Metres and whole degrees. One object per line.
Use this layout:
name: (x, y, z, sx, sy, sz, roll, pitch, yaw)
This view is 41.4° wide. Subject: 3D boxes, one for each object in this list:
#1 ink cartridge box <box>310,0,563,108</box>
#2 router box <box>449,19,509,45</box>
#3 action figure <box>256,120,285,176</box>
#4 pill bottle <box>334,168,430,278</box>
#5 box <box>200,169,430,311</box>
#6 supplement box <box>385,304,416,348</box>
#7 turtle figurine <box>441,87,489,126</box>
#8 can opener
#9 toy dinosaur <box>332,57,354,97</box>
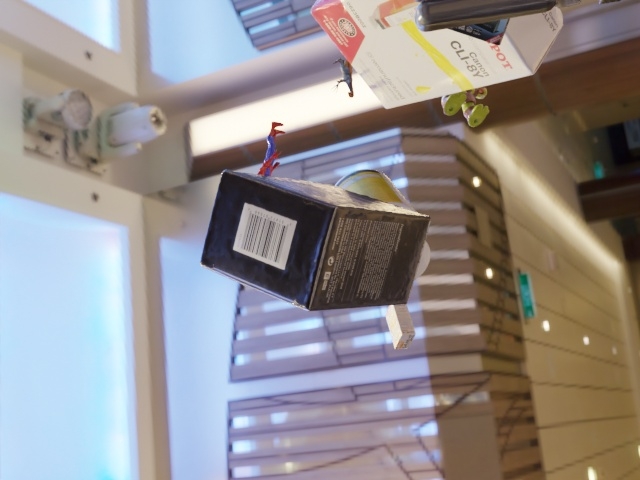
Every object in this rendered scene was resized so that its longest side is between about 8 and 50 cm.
ink cartridge box: (0.215, -0.428, 1.611, 0.279, 0.384, 0.160, 48, -121, -28)
router box: (0.213, -0.339, 1.199, 0.038, 0.122, 0.092, -51, -20, -69)
action figure: (-0.074, -0.118, 1.249, 0.038, 0.030, 0.115, 95, -170, -69)
pill bottle: (0.080, -0.017, 1.134, 0.103, 0.103, 0.184, 63, 180, -31)
box: (0.000, 0.000, 0.918, 0.207, 0.153, 0.108, 4, -77, -55)
supplement box: (0.185, 0.194, 1.959, 0.062, 0.036, 0.098, 108, 156, -48)
turtle figurine: (0.280, -0.355, 1.863, 0.269, 0.087, 0.217, 34, -149, -37)
can opener: (0.242, -0.301, 0.963, 0.093, 0.280, 0.074, 46, -146, -80)
toy dinosaur: (0.057, -0.341, 1.759, 0.082, 0.090, 0.047, 52, -175, -10)
